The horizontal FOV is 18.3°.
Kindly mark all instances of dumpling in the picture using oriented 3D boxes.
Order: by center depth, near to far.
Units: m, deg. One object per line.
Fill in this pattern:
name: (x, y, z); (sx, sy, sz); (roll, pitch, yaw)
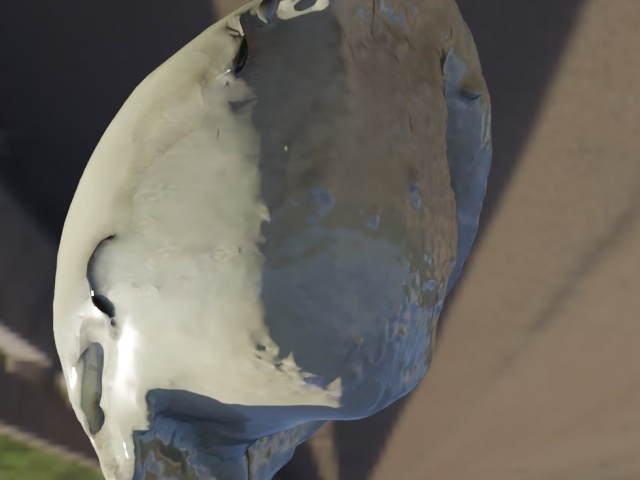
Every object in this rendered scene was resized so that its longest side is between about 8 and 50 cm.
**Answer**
dumpling: (0.003, 0.004, 0.897); (0.243, 0.175, 0.227); (-41, 146, 18)
